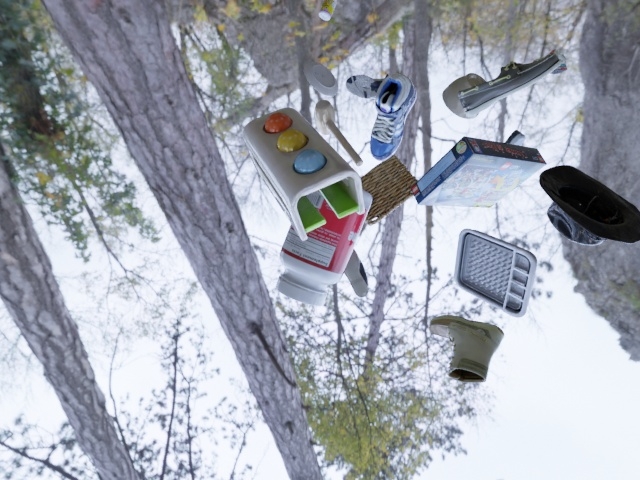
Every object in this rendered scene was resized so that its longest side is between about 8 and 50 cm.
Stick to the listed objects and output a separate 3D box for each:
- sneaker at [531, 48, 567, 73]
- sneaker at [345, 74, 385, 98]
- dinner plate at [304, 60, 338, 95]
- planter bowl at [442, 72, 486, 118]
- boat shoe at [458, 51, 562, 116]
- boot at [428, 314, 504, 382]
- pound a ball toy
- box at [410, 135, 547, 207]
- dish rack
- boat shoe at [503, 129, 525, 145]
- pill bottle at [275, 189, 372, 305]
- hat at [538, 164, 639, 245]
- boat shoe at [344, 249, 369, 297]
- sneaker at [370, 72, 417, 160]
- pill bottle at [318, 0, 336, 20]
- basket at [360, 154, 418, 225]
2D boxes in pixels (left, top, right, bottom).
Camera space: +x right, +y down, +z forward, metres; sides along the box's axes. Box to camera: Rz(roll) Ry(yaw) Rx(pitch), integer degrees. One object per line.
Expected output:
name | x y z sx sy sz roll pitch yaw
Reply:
sneaker | 0.819 -0.648 1.630 0.161 0.075 0.057 -2 180 -24
sneaker | 0.228 -0.632 1.888 0.235 0.094 0.153 3 -168 13
dinner plate | 0.007 -0.545 1.517 0.141 0.017 0.141 18 -125 -29
planter bowl | 0.552 -0.549 1.687 0.162 0.109 0.162 10 -120 -17
boat shoe | 0.568 -0.487 1.387 0.305 0.091 0.109 -24 -170 41
boot | 0.367 0.292 1.226 0.213 0.077 0.165 3 -134 42
pound a ball toy | -0.015 -0.172 0.853 0.208 0.135 0.319 -25 -135 -9
box | 0.321 -0.131 0.920 0.233 0.159 0.044 -1 -121 -34
dish rack | 0.680 0.112 1.761 0.072 0.285 0.333 -21 -147 -31
boat shoe | 0.593 -0.290 1.453 0.049 0.142 0.040 8 -136 -35
pill bottle | 0.000 0.000 1.515 0.229 0.407 0.229 21 -176 -2
hat | 0.793 -0.079 1.383 0.332 0.134 0.331 9 -133 -10
boat shoe | 0.126 0.107 1.669 0.075 0.206 0.065 -20 -176 19
sneaker | 0.237 -0.454 1.675 0.130 0.322 0.236 30 -162 21
pill bottle | 0.028 -0.806 1.562 0.043 0.043 0.083 19 -97 25
basket | 0.295 -0.206 2.083 0.299 0.213 0.223 -38 -107 3
